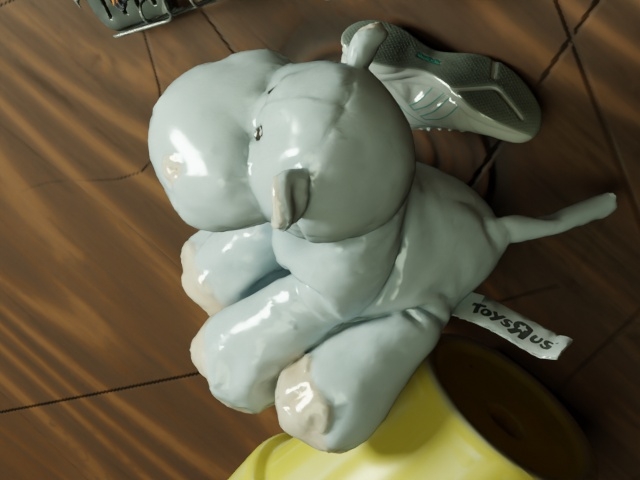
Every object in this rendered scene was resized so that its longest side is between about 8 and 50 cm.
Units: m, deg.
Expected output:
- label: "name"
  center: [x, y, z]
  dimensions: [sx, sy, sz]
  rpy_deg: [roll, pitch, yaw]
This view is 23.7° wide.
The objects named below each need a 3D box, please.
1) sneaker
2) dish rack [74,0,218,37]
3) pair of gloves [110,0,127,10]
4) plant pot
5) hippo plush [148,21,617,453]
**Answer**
- label: "sneaker"
  center: [0.084, -0.102, 1.073]
  dimensions: [0.152, 0.054, 0.061]
  rpy_deg: [25, 141, 13]
- label: "dish rack"
  center: [-0.100, -0.247, 1.054]
  dimensions: [0.271, 0.074, 0.208]
  rpy_deg: [-12, 111, 31]
- label: "pair of gloves"
  center: [-0.163, -0.201, 1.075]
  dimensions: [0.083, 0.010, 0.074]
  rpy_deg: [31, 144, 41]
- label: "plant pot"
  center: [0.071, 0.208, 1.148]
  dimensions: [0.254, 0.254, 0.239]
  rpy_deg: [38, 112, 0]
- label: "hippo plush"
  center: [0.000, 0.000, 0.997]
  dimensions: [0.294, 0.234, 0.236]
  rpy_deg: [13, 161, 27]
